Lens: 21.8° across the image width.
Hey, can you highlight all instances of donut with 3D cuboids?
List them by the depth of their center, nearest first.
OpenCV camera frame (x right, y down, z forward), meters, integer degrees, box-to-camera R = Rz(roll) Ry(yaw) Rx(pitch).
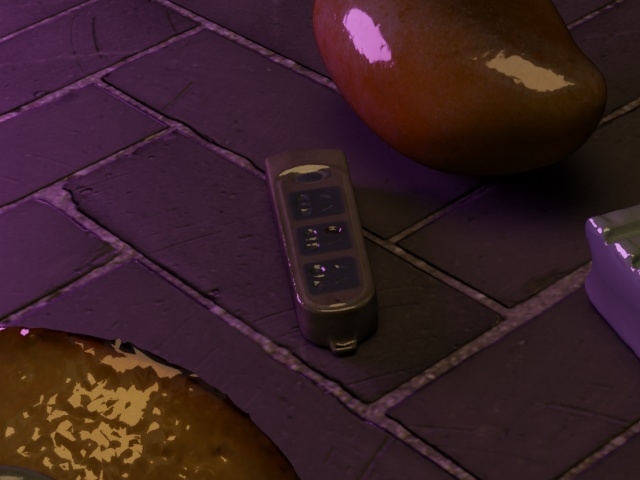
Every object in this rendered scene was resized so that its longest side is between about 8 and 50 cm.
[{"bbox_3d":[-0.140,0.187,1.052,0.303,0.303,0.110,12,49,26],"label":"donut"}]

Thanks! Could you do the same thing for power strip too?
[{"bbox_3d":[0.000,0.003,1.497,0.080,0.048,0.286,-9,35,-1],"label":"power strip"}]

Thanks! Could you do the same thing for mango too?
[{"bbox_3d":[0.134,-0.178,1.599,0.221,0.199,0.384,-25,39,-23],"label":"mango"}]

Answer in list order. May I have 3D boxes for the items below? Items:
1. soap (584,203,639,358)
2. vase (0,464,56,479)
[{"bbox_3d":[0.371,0.017,1.364,0.265,0.088,0.160,-16,34,-14],"label":"soap"},{"bbox_3d":[-0.173,0.238,0.926,0.128,0.248,0.128,2,43,-2],"label":"vase"}]
